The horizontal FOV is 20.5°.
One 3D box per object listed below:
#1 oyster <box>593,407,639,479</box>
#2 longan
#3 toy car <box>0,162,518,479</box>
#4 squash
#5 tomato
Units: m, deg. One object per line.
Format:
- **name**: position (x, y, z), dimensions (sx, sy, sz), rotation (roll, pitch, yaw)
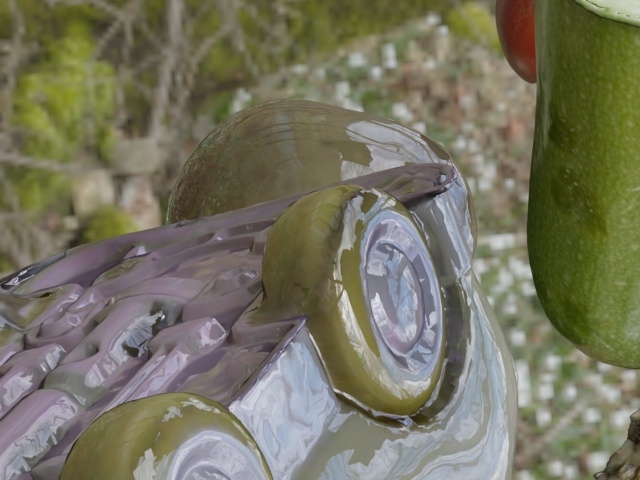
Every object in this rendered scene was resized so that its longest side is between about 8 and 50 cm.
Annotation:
- **oyster**: position (0.341, 0.269, 1.560), dimensions (0.351, 0.238, 0.115), rotation (-70, -160, 3)
- **longan**: position (0.000, 0.000, 1.339), dimensions (0.215, 0.246, 0.246), rotation (50, 34, -69)
- **toy car**: position (-0.066, 0.132, 0.640), dimensions (0.336, 0.242, 0.226), rotation (-48, 120, -58)
- **squash**: position (0.110, -0.025, 0.564), dimensions (0.095, 0.095, 0.188), rotation (-91, 177, -45)
- **tomato**: position (0.217, -0.230, 1.571), dimensions (0.082, 0.174, 0.166), rotation (41, 20, -11)
